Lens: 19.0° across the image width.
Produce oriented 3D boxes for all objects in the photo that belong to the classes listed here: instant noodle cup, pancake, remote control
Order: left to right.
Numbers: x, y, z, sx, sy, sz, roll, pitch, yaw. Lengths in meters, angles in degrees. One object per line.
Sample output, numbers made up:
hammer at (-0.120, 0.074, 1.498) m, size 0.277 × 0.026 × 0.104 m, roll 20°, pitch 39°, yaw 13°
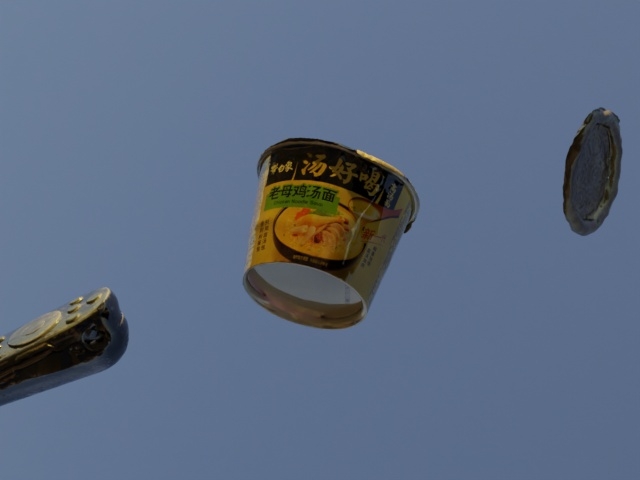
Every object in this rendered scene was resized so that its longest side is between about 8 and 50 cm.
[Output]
remote control at (-0.300, 0.129, 1.801) m, size 0.265 × 0.090 × 0.066 m, roll -25°, pitch -77°, yaw 7°
instant noodle cup at (0.000, 0.000, 1.683) m, size 0.151 × 0.151 × 0.122 m, roll -7°, pitch -126°, yaw 41°
pancake at (0.225, -0.058, 1.580) m, size 0.011 × 0.115 × 0.115 m, roll 12°, pitch -92°, yaw 28°
